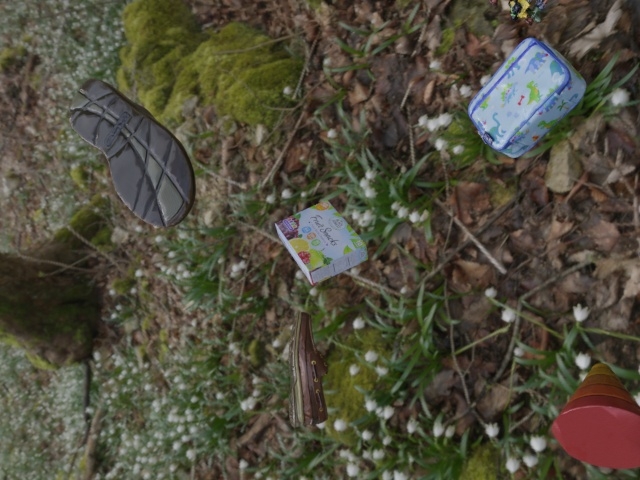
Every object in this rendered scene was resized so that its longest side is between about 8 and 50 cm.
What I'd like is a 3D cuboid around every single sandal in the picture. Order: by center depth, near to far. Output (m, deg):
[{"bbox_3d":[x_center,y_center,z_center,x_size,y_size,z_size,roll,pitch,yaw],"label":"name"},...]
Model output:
[{"bbox_3d":[-0.204,-0.100,0.631,0.219,0.060,0.090,41,98,24],"label":"sandal"}]

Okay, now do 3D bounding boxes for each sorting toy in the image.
[{"bbox_3d":[0.455,0.161,0.662,0.366,0.126,0.127,-30,109,37],"label":"sorting toy"}]

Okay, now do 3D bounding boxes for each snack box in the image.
[{"bbox_3d":[0.000,0.000,0.907,0.141,0.100,0.037,52,161,46],"label":"snack box"}]

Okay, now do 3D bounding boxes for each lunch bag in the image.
[{"bbox_3d":[0.424,-0.300,1.188,0.219,0.090,0.176,-49,43,35],"label":"lunch bag"}]

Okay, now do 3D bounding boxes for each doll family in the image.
[{"bbox_3d":[0.573,-0.702,1.640,0.192,0.076,0.111,66,146,30],"label":"doll family"}]

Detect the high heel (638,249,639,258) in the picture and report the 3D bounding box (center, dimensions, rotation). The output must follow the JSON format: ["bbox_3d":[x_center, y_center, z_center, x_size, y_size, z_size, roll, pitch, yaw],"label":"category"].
[{"bbox_3d":[0.842,0.150,1.400,0.186,0.261,0.093,26,162,-14],"label":"high heel"}]

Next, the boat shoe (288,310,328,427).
[{"bbox_3d":[-0.018,0.201,0.887,0.064,0.060,0.177,117,153,-67],"label":"boat shoe"}]
